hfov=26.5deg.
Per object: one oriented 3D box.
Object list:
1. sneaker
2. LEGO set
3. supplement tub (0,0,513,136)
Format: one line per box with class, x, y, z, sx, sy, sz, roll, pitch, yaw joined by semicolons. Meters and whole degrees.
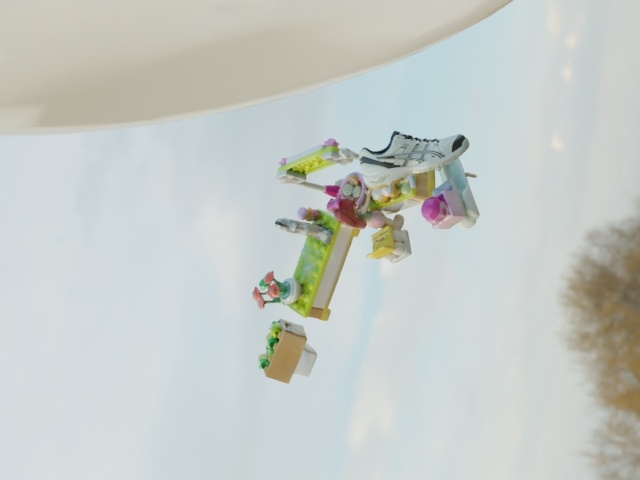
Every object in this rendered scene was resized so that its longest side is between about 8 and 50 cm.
sneaker;0.068;-0.067;1.008;0.032;0.083;0.037;-106;-5;-83
LEGO set;0.000;0.000;1.152;0.107;0.287;0.132;12;-133;-39
supplement tub;-0.069;-0.216;0.375;0.241;0.241;0.331;18;-121;-74
